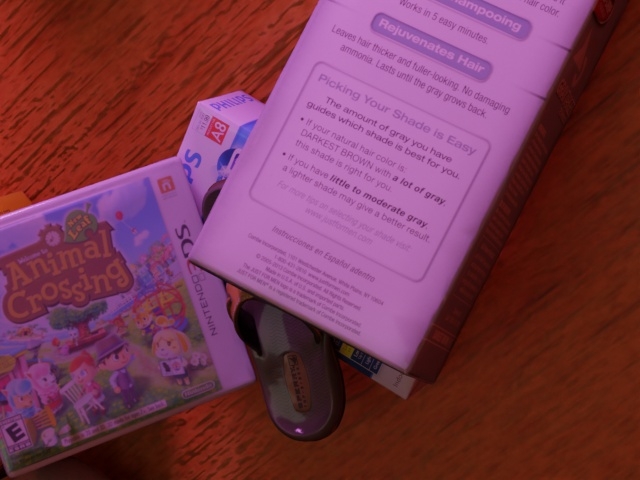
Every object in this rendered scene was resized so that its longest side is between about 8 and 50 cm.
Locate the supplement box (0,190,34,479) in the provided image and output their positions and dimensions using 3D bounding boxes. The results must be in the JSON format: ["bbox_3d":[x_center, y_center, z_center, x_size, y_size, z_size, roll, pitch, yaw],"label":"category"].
[{"bbox_3d":[-0.281,0.085,1.542,0.194,0.191,0.129,49,115,7],"label":"supplement box"}]

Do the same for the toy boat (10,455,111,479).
[{"bbox_3d":[-0.198,0.362,1.604,0.318,0.148,0.267,45,110,18],"label":"toy boat"}]

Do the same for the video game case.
[{"bbox_3d":[-0.177,0.058,1.422,0.212,0.023,0.193,-20,94,-18],"label":"video game case"}]

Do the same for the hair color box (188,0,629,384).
[{"bbox_3d":[0.078,-0.105,1.317,0.185,0.113,0.374,27,89,16],"label":"hair color box"}]

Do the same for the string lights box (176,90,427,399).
[{"bbox_3d":[0.000,0.000,1.462,0.259,0.077,0.133,30,113,16],"label":"string lights box"}]

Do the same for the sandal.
[{"bbox_3d":[-0.041,0.058,1.417,0.090,0.060,0.219,-8,99,27],"label":"sandal"}]
